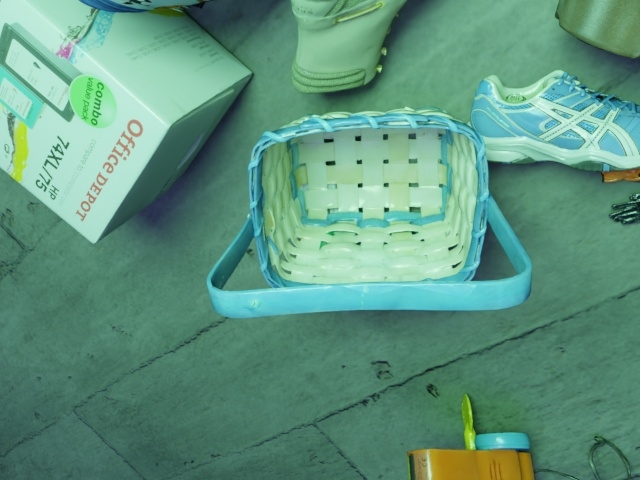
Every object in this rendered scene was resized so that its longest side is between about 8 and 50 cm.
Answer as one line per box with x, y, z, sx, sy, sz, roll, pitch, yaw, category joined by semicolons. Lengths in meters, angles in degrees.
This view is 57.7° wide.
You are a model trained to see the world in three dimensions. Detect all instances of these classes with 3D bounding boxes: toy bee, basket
0.233;0.327;0.782;0.299;0.195;0.162;26;149;-8;toy bee
0.050;-0.021;0.559;0.255;0.289;0.200;-1;114;10;basket

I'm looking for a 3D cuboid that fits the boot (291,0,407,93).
0.063;-0.235;0.558;0.077;0.213;0.165;56;166;19;boot

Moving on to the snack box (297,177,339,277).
0.000;0.000;0.760;0.064;0.022;0.178;1;119;17;snack box

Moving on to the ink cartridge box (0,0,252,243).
-0.261;-0.181;0.646;0.270;0.197;0.198;41;124;-6;ink cartridge box

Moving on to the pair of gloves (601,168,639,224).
0.339;-0.055;0.610;0.074;0.010;0.083;-12;116;24;pair of gloves

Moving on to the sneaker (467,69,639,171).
0.249;-0.119;0.565;0.211;0.080;0.081;3;123;17;sneaker

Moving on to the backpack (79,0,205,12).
-0.142;-0.320;0.483;0.213;0.263;0.276;-11;115;26;backpack

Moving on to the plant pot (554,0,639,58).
0.273;-0.238;0.447;0.167;0.167;0.165;18;130;10;plant pot
